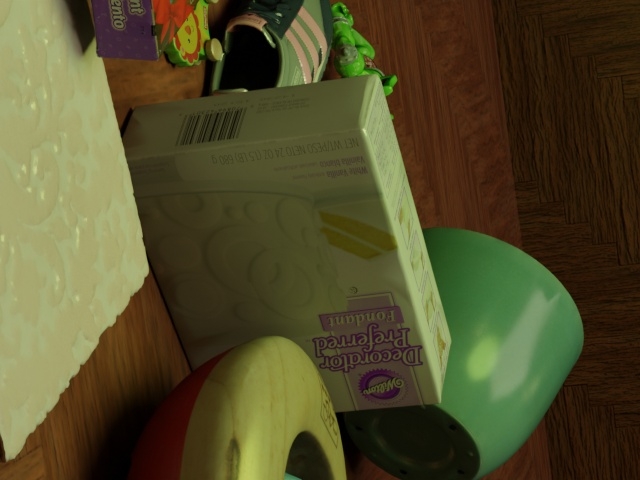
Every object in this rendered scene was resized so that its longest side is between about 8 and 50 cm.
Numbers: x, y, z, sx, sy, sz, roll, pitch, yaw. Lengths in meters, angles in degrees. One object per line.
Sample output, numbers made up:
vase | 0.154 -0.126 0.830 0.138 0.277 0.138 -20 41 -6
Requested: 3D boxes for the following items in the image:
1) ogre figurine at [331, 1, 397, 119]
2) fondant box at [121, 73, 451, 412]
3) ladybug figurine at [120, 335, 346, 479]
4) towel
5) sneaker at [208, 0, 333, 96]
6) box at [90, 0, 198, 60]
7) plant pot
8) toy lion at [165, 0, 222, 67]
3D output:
ogre figurine | 0.052 -0.207 2.270 0.118 0.096 0.197 -88 178 -67
fondant box | -0.028 0.016 1.631 0.096 0.238 0.330 -78 156 -50
ladybug figurine | -0.082 0.281 1.478 0.305 0.161 0.449 66 24 -46
towel | -0.229 -0.047 1.286 0.332 0.053 0.317 -61 143 -63
sneaker | -0.055 -0.218 1.859 0.131 0.112 0.319 70 19 -49
box | -0.123 -0.303 1.421 0.293 0.057 0.201 -67 157 -53
plant pot | 0.158 0.168 2.180 0.235 0.293 0.293 -60 144 -40
toy lion | -0.135 -0.221 1.733 0.096 0.034 0.100 21 64 -64
